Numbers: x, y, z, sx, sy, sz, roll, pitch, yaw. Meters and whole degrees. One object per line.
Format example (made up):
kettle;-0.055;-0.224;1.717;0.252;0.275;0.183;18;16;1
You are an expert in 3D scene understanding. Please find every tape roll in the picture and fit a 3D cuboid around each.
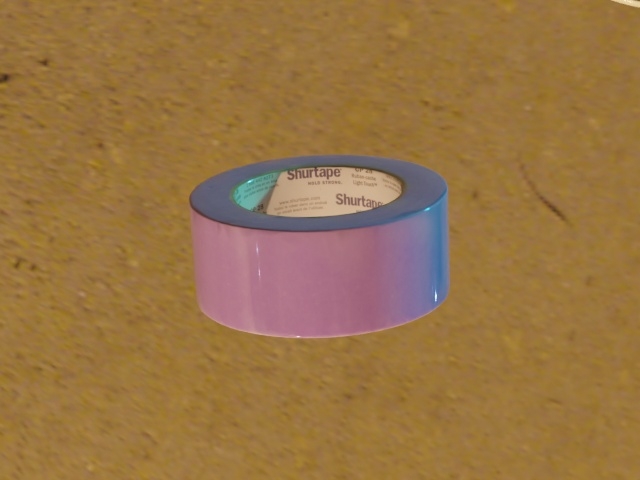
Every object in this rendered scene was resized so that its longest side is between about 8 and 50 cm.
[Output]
tape roll;0.000;0.000;1.181;0.189;0.189;0.080;-13;110;-29

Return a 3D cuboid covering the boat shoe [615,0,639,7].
boat shoe;0.220;-0.353;1.469;0.127;0.113;0.340;-40;88;-16
